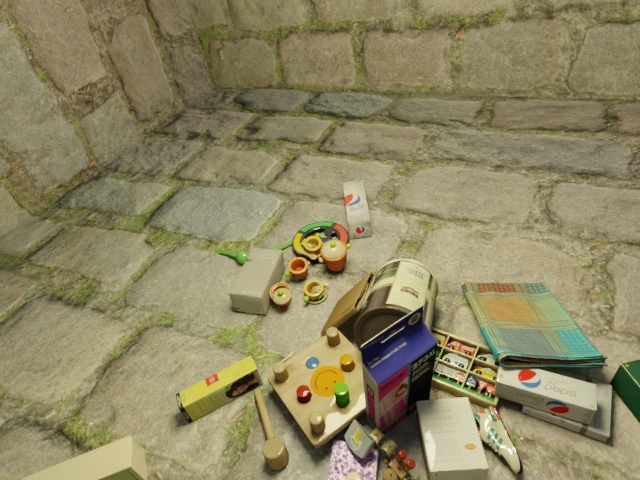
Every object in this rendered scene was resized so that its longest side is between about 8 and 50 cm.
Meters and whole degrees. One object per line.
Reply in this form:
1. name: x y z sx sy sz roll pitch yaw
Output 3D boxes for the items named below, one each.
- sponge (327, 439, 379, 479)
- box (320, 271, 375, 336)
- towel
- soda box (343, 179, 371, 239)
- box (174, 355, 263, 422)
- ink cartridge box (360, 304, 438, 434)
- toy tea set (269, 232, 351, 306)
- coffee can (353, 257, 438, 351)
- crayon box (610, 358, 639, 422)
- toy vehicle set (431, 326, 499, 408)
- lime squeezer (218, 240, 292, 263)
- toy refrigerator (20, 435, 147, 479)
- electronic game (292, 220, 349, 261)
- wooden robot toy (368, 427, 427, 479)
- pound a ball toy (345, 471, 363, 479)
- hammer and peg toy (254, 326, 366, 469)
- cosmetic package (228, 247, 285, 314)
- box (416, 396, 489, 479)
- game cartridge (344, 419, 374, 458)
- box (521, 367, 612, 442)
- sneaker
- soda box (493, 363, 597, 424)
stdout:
1. sponge: 0.071 0.580 0.986 0.117 0.031 0.210 2 42 13
2. box: 0.084 0.200 1.312 0.021 0.201 0.164 38 44 -3
3. towel: 0.579 0.222 1.199 0.271 0.040 0.370 0 26 3
4. soda box: 0.150 -0.134 1.752 0.091 0.098 0.286 -7 41 5
5. box: -0.287 0.424 1.207 0.232 0.087 0.058 -25 42 -14
6. ink cartridge box: 0.187 0.321 0.999 0.175 0.371 0.069 -29 45 -19
7. toy tea set: -0.040 0.098 1.476 0.200 0.124 0.336 19 57 23
8. coffee can: 0.226 0.202 1.211 0.201 0.202 0.275 5 26 18
9. crayon box: 0.939 0.395 0.948 0.362 0.106 0.313 -13 40 -2
10. toy vehicle set: 0.378 0.347 1.185 0.266 0.035 0.166 16 47 28
11. lime squeezer: -0.263 0.055 1.673 0.310 0.059 0.110 -8 9 6
12. toy refrigerator: -0.588 0.603 1.053 0.269 0.102 0.094 -19 41 -10
13. electronic game: 0.000 0.000 1.667 0.229 0.048 0.229 -7 40 6
14. wooden robot toy: 0.168 0.525 0.975 0.079 0.076 0.173 -34 59 -25
15. pound a ball toy: 0.117 0.654 0.811 0.208 0.136 0.319 3 42 21
16. hammer and peg toy: -0.030 0.408 1.134 0.361 0.127 0.266 -29 43 -20
17. cosmetic package: -0.221 0.142 1.509 0.127 0.107 0.238 4 39 12
18. box: 0.307 0.478 1.005 0.130 0.091 0.171 -6 40 5
19. game cartridge: 0.092 0.486 1.028 0.083 0.017 0.056 31 94 56
20. box: 0.622 0.401 1.067 0.186 0.038 0.145 13 46 28
21. sneaker: 0.419 0.484 1.013 0.075 0.057 0.161 -25 41 11
22. soda box: 0.548 0.369 1.038 0.216 0.069 0.074 11 44 24
